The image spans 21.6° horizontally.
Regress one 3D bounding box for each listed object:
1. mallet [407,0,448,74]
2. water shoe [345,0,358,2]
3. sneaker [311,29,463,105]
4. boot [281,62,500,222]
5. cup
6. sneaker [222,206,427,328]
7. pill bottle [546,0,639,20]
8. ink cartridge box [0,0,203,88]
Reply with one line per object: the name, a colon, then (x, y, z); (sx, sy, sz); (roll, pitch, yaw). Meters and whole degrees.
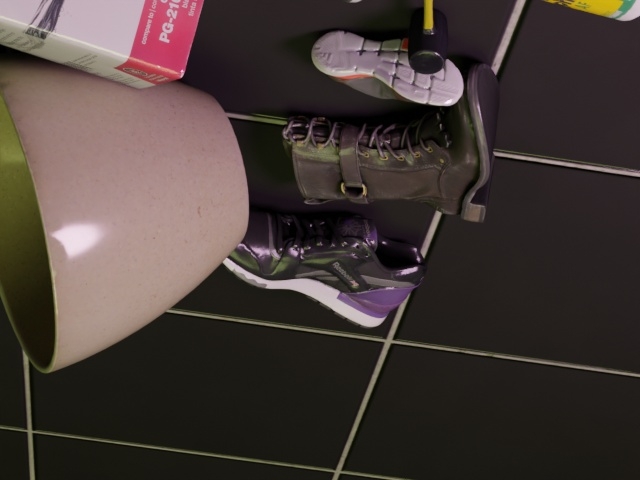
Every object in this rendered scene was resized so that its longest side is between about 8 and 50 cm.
mallet: (0.102, -0.245, 1.579); (0.039, 0.062, 0.189); (2, 136, 5)
water shoe: (0.041, -0.305, 1.456); (0.073, 0.080, 0.203); (40, 143, 28)
sneaker: (0.071, -0.169, 1.687); (0.158, 0.061, 0.065); (20, 166, 14)
boot: (0.070, -0.101, 1.783); (0.229, 0.091, 0.263); (8, 146, 7)
cup: (-0.213, -0.052, 1.739); (0.237, 0.331, 0.331); (-14, 156, -20)
sneaker: (0.000, 0.000, 1.986); (0.283, 0.107, 0.124); (21, 133, -32)
pill bottle: (0.186, -0.267, 1.433); (0.208, 0.117, 0.117); (13, 150, -12)
ink cartridge box: (-0.245, -0.224, 1.542); (0.237, 0.100, 0.172); (17, 176, -19)
